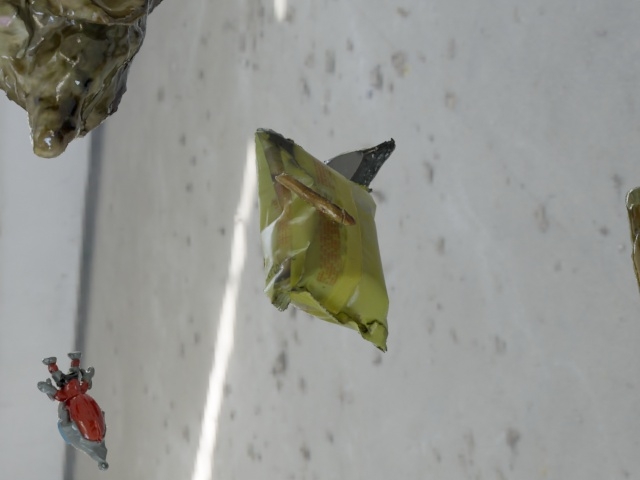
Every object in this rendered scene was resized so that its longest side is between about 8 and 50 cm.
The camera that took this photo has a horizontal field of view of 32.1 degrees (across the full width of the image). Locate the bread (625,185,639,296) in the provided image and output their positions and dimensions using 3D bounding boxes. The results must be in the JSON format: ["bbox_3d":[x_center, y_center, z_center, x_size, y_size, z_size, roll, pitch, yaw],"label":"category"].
[{"bbox_3d":[0.378,0.028,0.826,0.191,0.314,0.370,81,-172,-53],"label":"bread"}]

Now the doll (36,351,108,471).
[{"bbox_3d":[-0.220,0.157,1.008,0.057,0.039,0.114,15,-126,-79],"label":"doll"}]

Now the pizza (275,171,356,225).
[{"bbox_3d":[-0.004,-0.035,0.987,0.016,0.083,0.037,-57,-2,4],"label":"pizza"}]

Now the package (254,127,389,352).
[{"bbox_3d":[0.000,0.000,1.130,0.090,0.168,0.226,-35,44,32],"label":"package"}]

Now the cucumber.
[{"bbox_3d":[0.007,-0.048,1.348,0.070,0.046,0.220,40,113,20],"label":"cucumber"}]

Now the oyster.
[{"bbox_3d":[-0.157,-0.232,0.694,0.096,0.221,0.361,-15,52,35],"label":"oyster"}]
